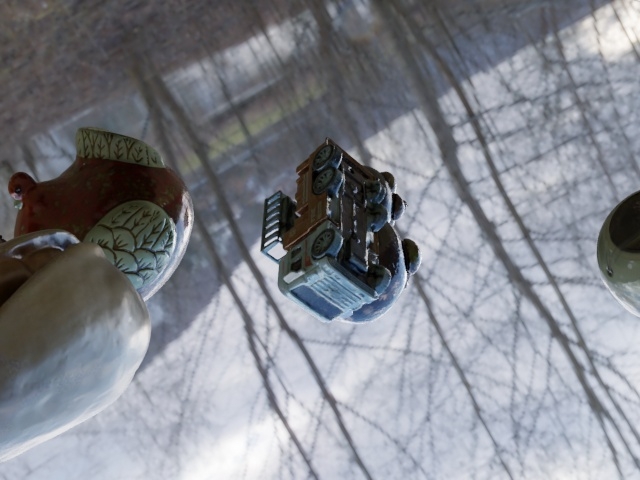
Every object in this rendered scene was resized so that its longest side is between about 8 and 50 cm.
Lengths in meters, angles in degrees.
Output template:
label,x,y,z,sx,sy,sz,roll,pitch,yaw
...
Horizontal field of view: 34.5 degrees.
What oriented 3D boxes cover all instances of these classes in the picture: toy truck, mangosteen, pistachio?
label,x,y,z,sx,sy,sz,roll,pitch,yaw
toy truck,-0.001,0.000,0.982,0.115,0.080,0.177,-36,-147,28
mangosteen,0.070,-0.053,1.585,0.140,0.140,0.140,-30,-173,4
pistachio,-0.195,0.070,0.682,0.144,0.144,0.215,-26,-179,27
mangosteen,0.054,0.035,1.310,0.152,0.152,0.152,-30,-173,4

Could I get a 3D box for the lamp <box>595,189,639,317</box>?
label,x,y,z,sx,sy,sz,roll,pitch,yaw
lamp,0.250,0.033,0.694,0.091,0.163,0.091,-26,-140,24

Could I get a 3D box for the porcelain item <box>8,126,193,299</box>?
label,x,y,z,sx,sy,sz,roll,pitch,yaw
porcelain item,-0.297,-0.027,1.333,0.253,0.253,0.253,-30,-173,4

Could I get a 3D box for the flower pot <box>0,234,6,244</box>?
label,x,y,z,sx,sy,sz,roll,pitch,yaw
flower pot,-0.366,0.039,1.097,0.111,0.111,0.089,-27,-130,21
